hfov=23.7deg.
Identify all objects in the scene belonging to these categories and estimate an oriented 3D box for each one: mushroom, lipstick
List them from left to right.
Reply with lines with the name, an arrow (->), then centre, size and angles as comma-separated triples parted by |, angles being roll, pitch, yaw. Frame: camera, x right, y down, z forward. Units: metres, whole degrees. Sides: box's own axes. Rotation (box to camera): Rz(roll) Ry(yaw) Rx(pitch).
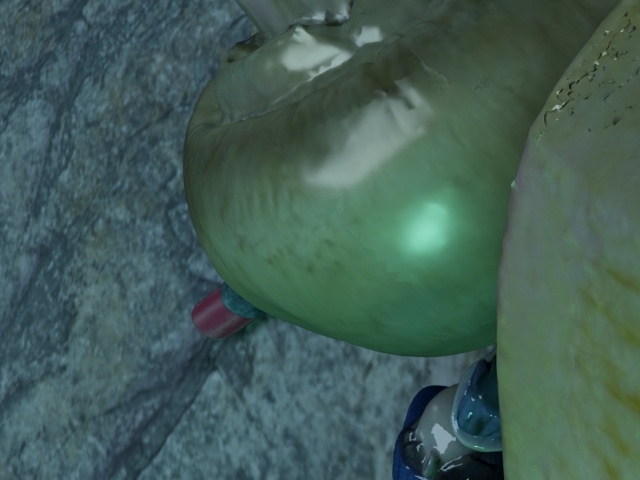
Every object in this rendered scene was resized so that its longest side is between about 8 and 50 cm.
lipstick -> 0.000, 0.000, 0.891 | 0.234, 0.053, 0.053 | -36, 51, 38
mushroom -> 0.040, -0.085, 0.667 | 0.254, 0.234, 0.260 | -36, 18, 1

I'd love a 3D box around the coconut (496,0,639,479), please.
coconut -> 0.212, 0.029, 0.432 | 0.352, 0.352, 0.352 | -22, 60, 43

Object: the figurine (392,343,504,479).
figurine -> 0.085, 0.090, 0.727 | 0.136, 0.077, 0.079 | -46, 62, 54
